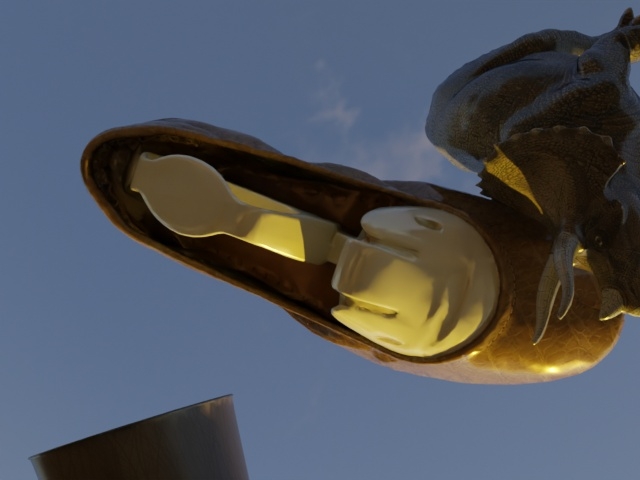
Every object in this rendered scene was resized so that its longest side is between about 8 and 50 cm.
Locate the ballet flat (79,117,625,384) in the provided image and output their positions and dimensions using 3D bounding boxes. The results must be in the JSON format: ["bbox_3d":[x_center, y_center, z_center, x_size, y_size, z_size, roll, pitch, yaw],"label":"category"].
[{"bbox_3d":[0.000,0.000,0.601,0.343,0.124,0.116,23,-85,21],"label":"ballet flat"}]

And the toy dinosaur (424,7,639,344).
[{"bbox_3d":[0.130,-0.079,0.621,0.160,0.313,0.121,-18,-60,-11],"label":"toy dinosaur"}]

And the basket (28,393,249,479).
[{"bbox_3d":[-0.117,0.257,0.839,0.154,0.204,0.226,-21,-98,21],"label":"basket"}]
